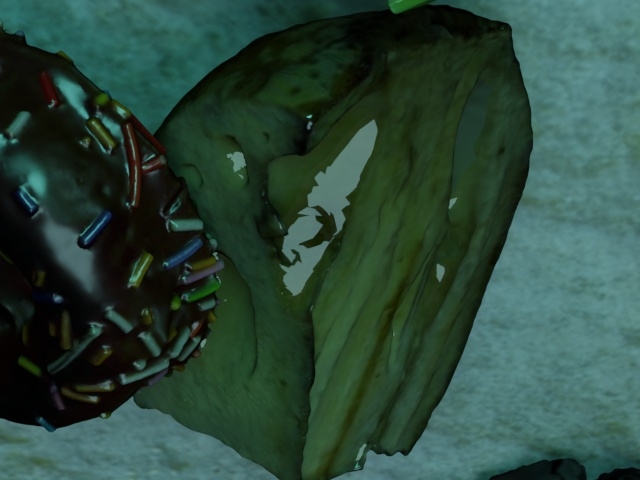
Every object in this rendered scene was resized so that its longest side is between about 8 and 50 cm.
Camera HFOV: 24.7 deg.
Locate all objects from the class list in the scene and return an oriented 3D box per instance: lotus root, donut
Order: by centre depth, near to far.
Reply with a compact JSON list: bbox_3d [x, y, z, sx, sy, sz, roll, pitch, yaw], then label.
[{"bbox_3d":[-0.164,0.002,0.736,0.235,0.089,0.235,17,133,19],"label":"donut"},{"bbox_3d":[-0.005,-0.002,0.804,0.210,0.142,0.314,-22,138,-42],"label":"lotus root"}]

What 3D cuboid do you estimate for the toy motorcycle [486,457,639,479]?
[{"bbox_3d":[0.152,0.215,1.023,0.212,0.118,0.084,-12,122,0],"label":"toy motorcycle"}]

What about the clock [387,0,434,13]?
[{"bbox_3d":[-0.016,-0.232,0.545,0.106,0.220,0.255,-24,139,11],"label":"clock"}]
